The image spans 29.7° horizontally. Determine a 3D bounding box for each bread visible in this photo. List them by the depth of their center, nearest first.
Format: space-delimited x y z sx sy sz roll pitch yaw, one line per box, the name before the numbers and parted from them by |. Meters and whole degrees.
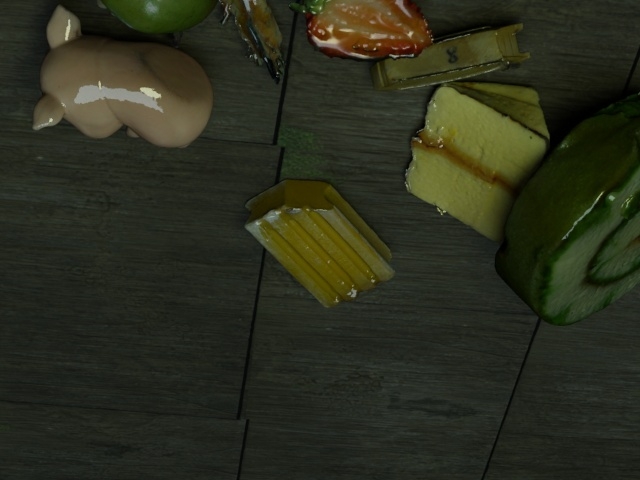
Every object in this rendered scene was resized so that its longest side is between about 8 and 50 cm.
bread | 0.432 -0.038 1.793 0.366 0.129 0.382 -46 150 6
bread | 0.227 -0.110 1.805 0.178 0.135 0.240 4 135 -6

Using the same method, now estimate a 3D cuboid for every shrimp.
shrimp | -0.134 -0.294 1.683 0.152 0.046 0.219 -20 126 15

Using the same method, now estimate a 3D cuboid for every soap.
soap | 0.000 0.000 1.942 0.140 0.073 0.232 -29 127 21

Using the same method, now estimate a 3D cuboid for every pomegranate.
pomegranate | -0.221 -0.339 1.553 0.179 0.179 0.210 25 128 -22

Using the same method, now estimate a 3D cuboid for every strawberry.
strawberry | 0.053 -0.315 1.646 0.192 0.085 0.140 -9 125 -1

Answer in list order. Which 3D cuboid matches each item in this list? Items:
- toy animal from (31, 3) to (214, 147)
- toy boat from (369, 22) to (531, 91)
toy animal | -0.270 -0.208 1.682 0.250 0.166 0.154 9 153 -22
toy boat | 0.181 -0.254 1.708 0.226 0.088 0.068 -13 90 11
